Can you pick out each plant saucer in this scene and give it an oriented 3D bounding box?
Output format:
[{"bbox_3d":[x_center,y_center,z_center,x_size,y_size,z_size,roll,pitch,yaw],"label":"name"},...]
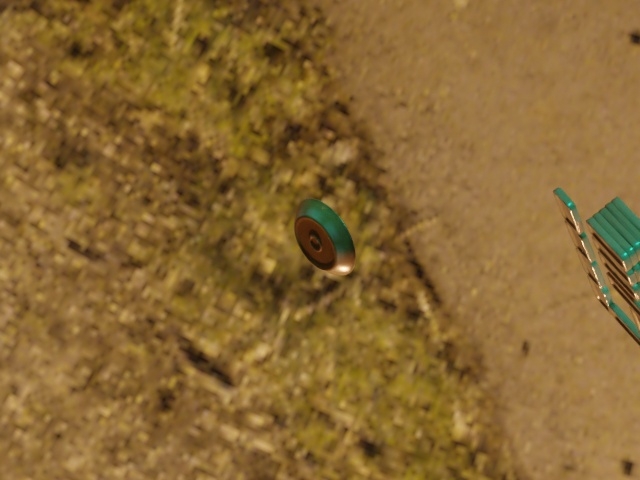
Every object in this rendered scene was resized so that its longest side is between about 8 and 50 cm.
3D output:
[{"bbox_3d":[0.000,0.000,1.647,0.083,0.015,0.083,34,141,33],"label":"plant saucer"}]

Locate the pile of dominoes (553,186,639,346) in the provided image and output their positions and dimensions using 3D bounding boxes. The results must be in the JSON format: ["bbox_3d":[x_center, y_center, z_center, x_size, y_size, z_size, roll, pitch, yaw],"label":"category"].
[{"bbox_3d":[0.317,0.053,1.658,0.196,0.040,0.251,52,178,35],"label":"pile of dominoes"}]
